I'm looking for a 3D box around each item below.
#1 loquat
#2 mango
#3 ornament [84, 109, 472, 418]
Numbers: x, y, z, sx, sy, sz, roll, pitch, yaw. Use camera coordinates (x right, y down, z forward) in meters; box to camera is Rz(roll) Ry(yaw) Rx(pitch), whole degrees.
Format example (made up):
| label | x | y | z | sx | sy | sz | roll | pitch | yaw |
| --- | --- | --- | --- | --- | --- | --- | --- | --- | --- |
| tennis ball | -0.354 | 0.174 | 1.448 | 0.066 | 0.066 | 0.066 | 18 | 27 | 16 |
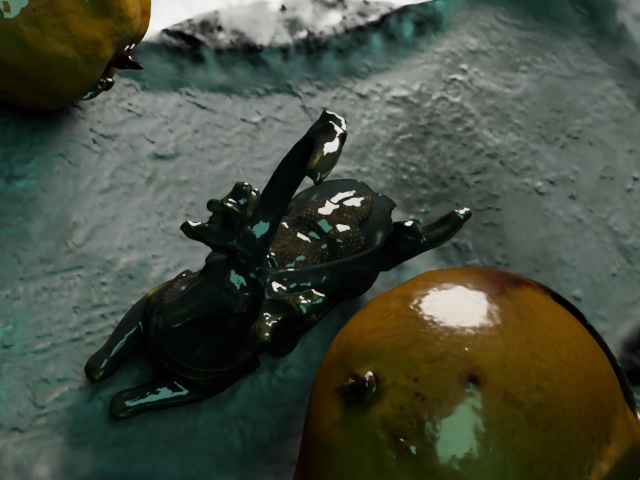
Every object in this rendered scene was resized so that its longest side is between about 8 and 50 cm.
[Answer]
| label | x | y | z | sx | sy | sz | roll | pitch | yaw |
| --- | --- | --- | --- | --- | --- | --- | --- | --- | --- |
| loquat | -0.152 | -0.135 | 0.854 | 0.137 | 0.113 | 0.137 | 16 | 65 | -39 |
| mango | 0.086 | 0.097 | 0.801 | 0.236 | 0.136 | 0.166 | 18 | 75 | -54 |
| ornament | 0.000 | 0.000 | 0.779 | 0.202 | 0.236 | 0.080 | -33 | 84 | -30 |
